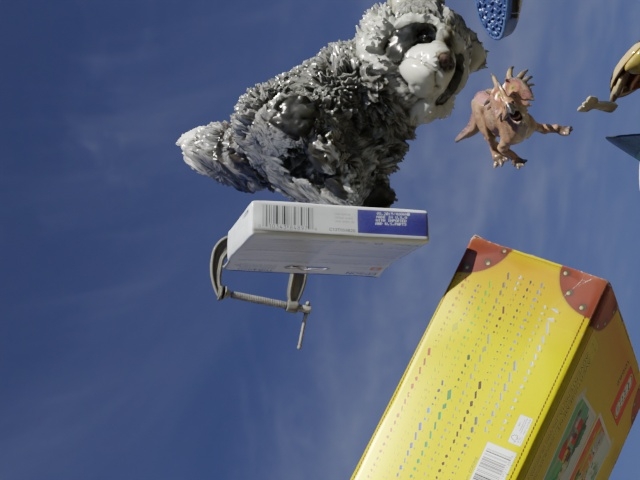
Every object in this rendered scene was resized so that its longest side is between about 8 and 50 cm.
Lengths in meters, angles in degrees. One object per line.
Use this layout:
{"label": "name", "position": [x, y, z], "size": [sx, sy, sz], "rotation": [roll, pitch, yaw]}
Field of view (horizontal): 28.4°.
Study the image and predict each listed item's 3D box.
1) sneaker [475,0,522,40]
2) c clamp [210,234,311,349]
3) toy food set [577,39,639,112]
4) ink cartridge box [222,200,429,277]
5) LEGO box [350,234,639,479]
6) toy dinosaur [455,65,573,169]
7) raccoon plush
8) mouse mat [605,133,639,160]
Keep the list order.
{"label": "sneaker", "position": [0.262, -0.382, 1.692], "size": [0.090, 0.081, 0.232], "rotation": [-22, -48, -22]}
{"label": "c clamp", "position": [-0.082, 0.064, 1.760], "size": [0.022, 0.160, 0.137], "rotation": [169, 118, -78]}
{"label": "toy food set", "position": [0.448, -0.238, 1.732], "size": [0.132, 0.038, 0.192], "rotation": [-4, -42, -54]}
{"label": "ink cartridge box", "position": [0.000, 0.000, 1.591], "size": [0.223, 0.224, 0.045], "rotation": [3, -103, -14]}
{"label": "LEGO box", "position": [0.212, 0.307, 1.596], "size": [0.500, 0.193, 0.372], "rotation": [-61, -30, -16]}
{"label": "toy dinosaur", "position": [0.355, -0.254, 2.489], "size": [0.127, 0.295, 0.200], "rotation": [-48, -64, -16]}
{"label": "raccoon plush", "position": [0.003, -0.216, 1.683], "size": [0.299, 0.446, 0.216], "rotation": [-53, -46, -18]}
{"label": "mouse mat", "position": [0.507, -0.114, 1.811], "size": [0.152, 0.189, 0.007], "rotation": [30, -94, -13]}
